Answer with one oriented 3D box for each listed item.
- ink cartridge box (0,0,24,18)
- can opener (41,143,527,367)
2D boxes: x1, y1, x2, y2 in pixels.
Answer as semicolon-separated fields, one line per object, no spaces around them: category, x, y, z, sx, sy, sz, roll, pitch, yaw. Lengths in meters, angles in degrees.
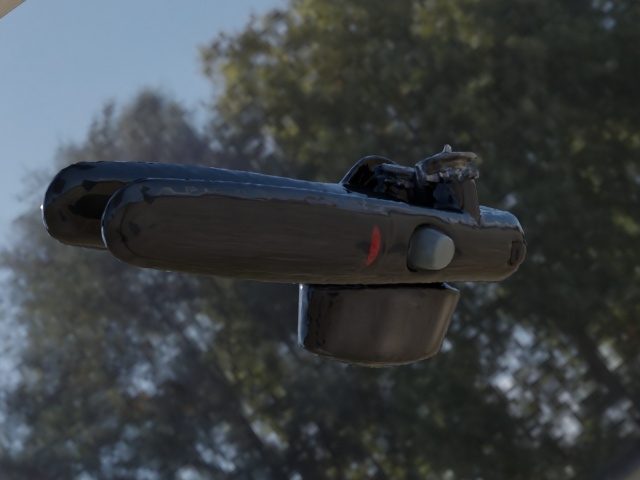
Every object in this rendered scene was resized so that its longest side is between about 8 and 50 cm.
ink cartridge box;-0.158;-0.255;0.792;0.207;0.354;0.119;-31;-34;20
can opener;0.000;0.000;0.458;0.059;0.073;0.186;3;-4;36
